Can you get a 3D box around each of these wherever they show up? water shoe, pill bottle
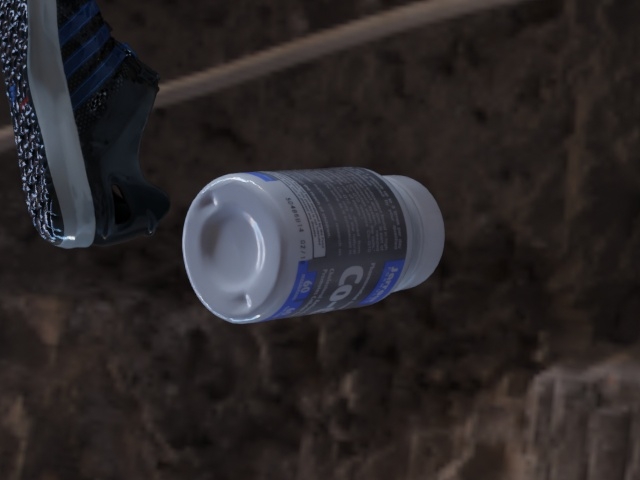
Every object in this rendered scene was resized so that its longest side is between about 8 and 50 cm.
[{"bbox_3d":[-0.135,-0.095,0.959,0.080,0.073,0.203,-4,-99,-27],"label":"water shoe"},{"bbox_3d":[0.000,0.000,0.898,0.137,0.078,0.078,-6,-80,-48],"label":"pill bottle"}]
